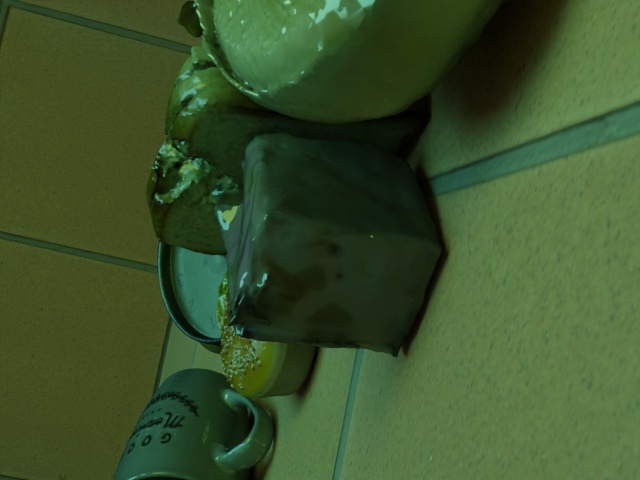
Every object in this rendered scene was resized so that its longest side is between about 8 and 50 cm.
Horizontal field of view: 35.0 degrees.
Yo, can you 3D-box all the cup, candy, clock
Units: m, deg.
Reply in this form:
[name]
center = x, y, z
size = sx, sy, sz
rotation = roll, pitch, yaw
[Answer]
[cup]
center = -0.158, 0.288, 1.423
size = 0.258, 0.186, 0.234
rotation = -34, 27, 28
[candy]
center = 0.000, 0.000, 0.924
size = 0.195, 0.184, 0.137
rotation = -99, 21, -58
[clock]
center = -0.134, 0.017, 1.457
size = 0.280, 0.055, 0.281
rotation = -9, 78, 44

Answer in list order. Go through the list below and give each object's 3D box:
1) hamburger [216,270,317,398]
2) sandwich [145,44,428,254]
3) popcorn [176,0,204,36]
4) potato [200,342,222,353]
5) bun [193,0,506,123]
[hamburger]
center = -0.065, 0.091, 1.263
size = 0.173, 0.116, 0.210
rotation = 179, 103, -74
[sandwich]
center = -0.051, -0.084, 1.071
size = 0.273, 0.248, 0.095
rotation = 118, 147, -53
[popcorn]
center = -0.036, -0.296, 1.268
size = 0.258, 0.270, 0.224
rotation = 56, 164, 3
[potato]
center = -0.141, 0.029, 1.607
size = 0.191, 0.141, 0.296
rotation = -168, 93, -75
[bun]
center = 0.056, -0.264, 0.864
size = 0.364, 0.202, 0.365
rotation = -31, 50, 47
